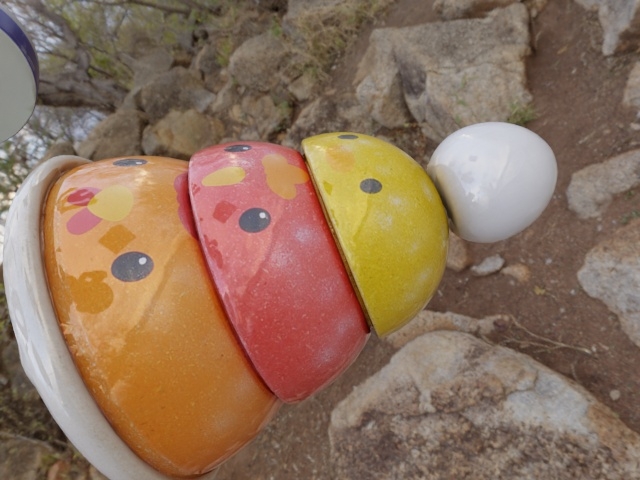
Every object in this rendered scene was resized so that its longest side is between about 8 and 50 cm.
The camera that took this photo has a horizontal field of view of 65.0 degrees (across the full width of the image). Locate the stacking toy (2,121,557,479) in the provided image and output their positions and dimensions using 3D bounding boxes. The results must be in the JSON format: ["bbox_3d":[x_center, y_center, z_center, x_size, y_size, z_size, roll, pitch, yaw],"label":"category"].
[{"bbox_3d":[0.000,0.000,0.507,0.480,0.350,0.350,-24,17,1],"label":"stacking toy"}]

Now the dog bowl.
[{"bbox_3d":[-0.623,-0.289,0.843,0.265,0.265,0.104,-56,41,26],"label":"dog bowl"}]
